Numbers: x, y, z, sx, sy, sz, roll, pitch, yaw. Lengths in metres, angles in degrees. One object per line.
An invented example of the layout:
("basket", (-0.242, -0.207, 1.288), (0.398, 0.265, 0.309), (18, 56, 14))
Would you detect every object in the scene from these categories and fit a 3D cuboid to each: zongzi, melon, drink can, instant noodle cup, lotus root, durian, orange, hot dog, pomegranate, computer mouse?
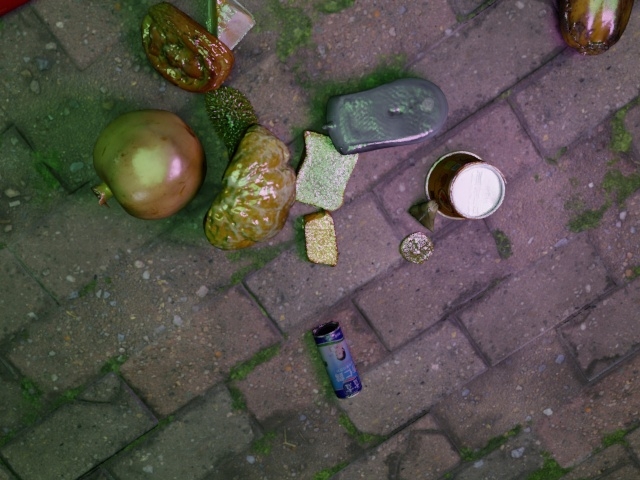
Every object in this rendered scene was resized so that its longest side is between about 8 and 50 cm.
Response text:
("zongzi", (0.342, -0.070, 1.717), (0.113, 0.104, 0.052), (46, 67, -14))
("melon", (-0.250, -0.607, 1.561), (0.139, 0.093, 0.202), (-3, 110, -11))
("drink can", (0.055, 0.384, 1.799), (0.097, 0.097, 0.235), (-19, 104, 0))
("instant noodle cup", (0.437, -0.155, 1.666), (0.216, 0.172, 0.216), (-1, 101, -5))
("lotus root", (0.776, -0.725, 1.560), (0.196, 0.179, 0.397), (1, 103, -7))
("durian", (-0.248, -0.340, 1.618), (0.137, 0.095, 0.221), (-19, 109, 1))
("orange", (-0.181, -0.123, 1.559), (0.210, 0.271, 0.369), (28, 107, 9))
("hot dog", (-0.376, -0.527, 1.532), (0.272, 0.122, 0.196), (37, 134, -6))
("pomegranate", (-0.474, -0.199, 1.534), (0.319, 0.319, 0.319), (-1, 103, -4))
("computer mouse", (0.180, -0.353, 1.624), (0.371, 0.122, 0.188), (-11, 89, -7))

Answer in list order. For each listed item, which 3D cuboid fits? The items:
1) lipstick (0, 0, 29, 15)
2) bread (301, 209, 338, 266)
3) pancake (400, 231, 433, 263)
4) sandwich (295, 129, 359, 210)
("lipstick", (-0.796, -0.685, 1.513), (0.279, 0.073, 0.073), (-26, 103, 2))
("bread", (0.000, 0.000, 1.729), (0.103, 0.065, 0.187), (-6, 104, -9))
("pancake", (0.306, 0.026, 1.776), (0.108, 0.017, 0.108), (-1, 106, -3))
("sandwich", (0.003, -0.206, 1.679), (0.186, 0.065, 0.215), (20, 101, -8))
